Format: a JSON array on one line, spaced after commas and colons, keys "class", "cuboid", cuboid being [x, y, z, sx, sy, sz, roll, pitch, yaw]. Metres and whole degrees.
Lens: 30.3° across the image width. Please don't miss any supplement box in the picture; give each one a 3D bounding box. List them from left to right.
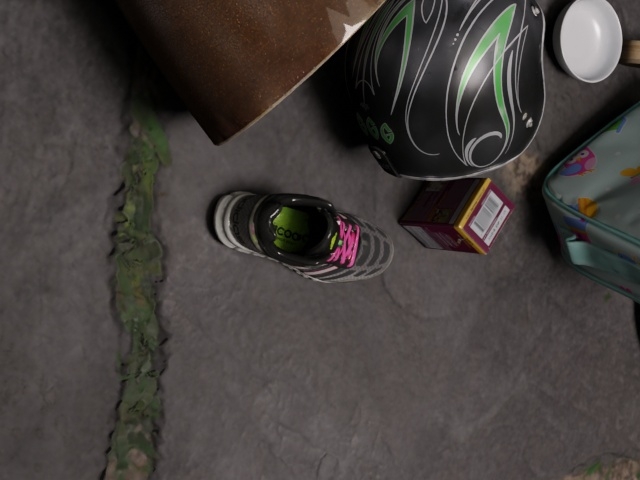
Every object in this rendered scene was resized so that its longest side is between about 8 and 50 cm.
[{"class": "supplement box", "cuboid": [0.119, -0.022, 1.034, 0.043, 0.083, 0.055, 42, 71, -29]}]

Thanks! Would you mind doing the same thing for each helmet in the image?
[{"class": "helmet", "cuboid": [0.101, -0.147, 0.967, 0.169, 0.169, 0.162, -25, 123, -29]}]

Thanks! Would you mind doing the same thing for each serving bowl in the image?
[{"class": "serving bowl", "cuboid": [0.253, -0.194, 1.143, 0.083, 0.027, 0.083, -3, 96, -33]}]

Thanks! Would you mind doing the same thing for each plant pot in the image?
[{"class": "plant pot", "cuboid": [-0.077, -0.224, 0.836, 0.230, 0.215, 0.215, 46, 69, -12]}]

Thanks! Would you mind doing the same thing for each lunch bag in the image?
[{"class": "lunch bag", "cuboid": [0.348, -0.026, 1.070, 0.224, 0.279, 0.108, -39, 126, -13]}]

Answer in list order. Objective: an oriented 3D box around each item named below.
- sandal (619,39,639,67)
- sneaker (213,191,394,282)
[{"class": "sandal", "cuboid": [0.412, -0.205, 1.212, 0.240, 0.088, 0.079, 4, 98, -29]}, {"class": "sneaker", "cuboid": [0.000, 0.000, 0.963, 0.170, 0.074, 0.063, 16, 85, -33]}]
